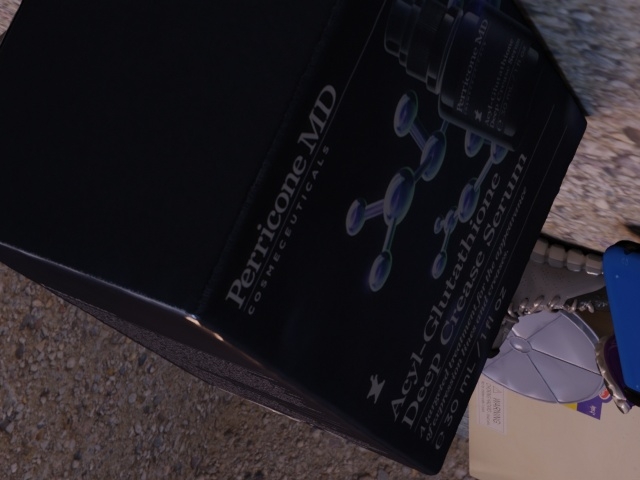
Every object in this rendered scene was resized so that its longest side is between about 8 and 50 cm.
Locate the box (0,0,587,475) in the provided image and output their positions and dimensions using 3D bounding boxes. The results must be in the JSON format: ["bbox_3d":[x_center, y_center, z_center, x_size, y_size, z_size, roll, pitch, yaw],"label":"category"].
[{"bbox_3d":[-0.016,-0.053,1.048,0.212,0.293,0.395,19,169,29],"label":"box"}]

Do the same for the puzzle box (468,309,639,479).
[{"bbox_3d":[0.303,0.198,1.855,0.272,0.052,0.409,22,146,21],"label":"puzzle box"}]

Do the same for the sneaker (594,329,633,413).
[{"bbox_3d":[0.319,0.106,1.576,0.071,0.170,0.068,-21,107,33],"label":"sneaker"}]

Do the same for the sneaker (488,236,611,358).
[{"bbox_3d":[0.217,0.068,1.596,0.229,0.132,0.086,22,170,19],"label":"sneaker"}]

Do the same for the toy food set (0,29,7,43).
[{"bbox_3d":[-0.157,-0.136,1.545,0.306,0.092,0.220,28,170,-19],"label":"toy food set"}]

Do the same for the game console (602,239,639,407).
[{"bbox_3d":[0.421,0.107,1.408,0.293,0.173,0.250,20,133,50],"label":"game console"}]

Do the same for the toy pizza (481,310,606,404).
[{"bbox_3d":[0.220,0.101,1.725,0.201,0.032,0.201,24,147,17],"label":"toy pizza"}]
